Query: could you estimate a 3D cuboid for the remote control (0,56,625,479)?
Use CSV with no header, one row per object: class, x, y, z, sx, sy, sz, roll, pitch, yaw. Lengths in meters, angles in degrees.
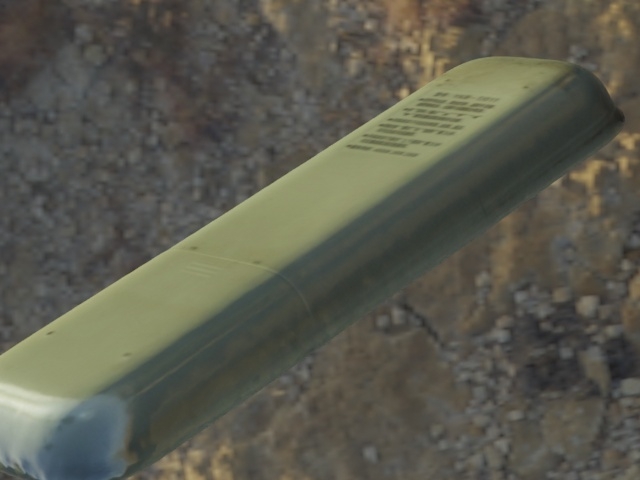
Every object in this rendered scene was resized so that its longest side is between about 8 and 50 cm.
remote control,0.001,0.001,0.661,0.090,0.309,0.038,10,124,43
